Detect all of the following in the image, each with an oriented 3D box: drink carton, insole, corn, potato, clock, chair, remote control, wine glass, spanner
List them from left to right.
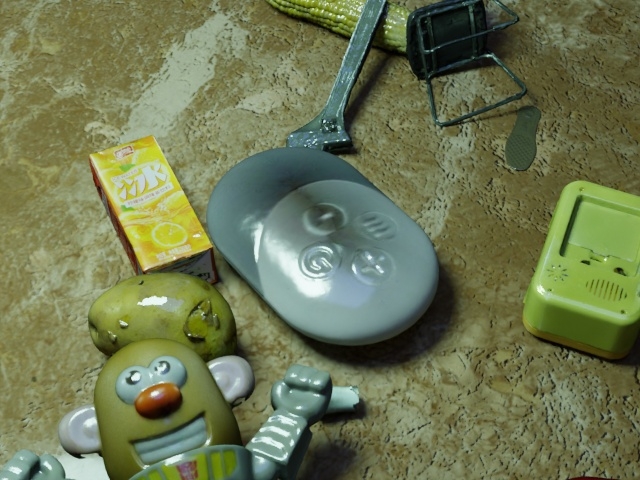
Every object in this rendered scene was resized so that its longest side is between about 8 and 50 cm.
[{"bbox_3d":[-0.217,-0.031,1.405,0.096,0.071,0.223,-20,52,-16],"label":"drink carton"},{"bbox_3d":[-0.180,0.095,1.264,0.175,0.137,0.137,17,51,-1],"label":"potato"},{"bbox_3d":[0.000,0.000,1.361,0.221,0.103,0.332,-30,55,-26],"label":"remote control"},{"bbox_3d":[0.003,0.181,1.254,0.083,0.042,0.039,-2,88,-6],"label":"wine glass"},{"bbox_3d":[0.028,-0.363,1.677,0.288,0.086,0.086,25,54,17],"label":"corn"},{"bbox_3d":[0.033,-0.228,1.560,0.093,0.026,0.325,14,66,15],"label":"spanner"},{"bbox_3d":[0.193,-0.302,1.597,0.145,0.140,0.221,-18,45,-2],"label":"chair"},{"bbox_3d":[0.290,-0.148,1.553,0.045,0.002,0.135,14,51,10],"label":"insole"},{"bbox_3d":[0.339,0.034,1.342,0.143,0.096,0.202,19,53,11],"label":"clock"}]

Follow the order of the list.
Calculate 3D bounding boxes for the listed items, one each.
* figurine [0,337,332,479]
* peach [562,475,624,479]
[{"bbox_3d":[-0.146,0.232,1.119,0.342,0.167,0.285,-2,54,-31],"label":"figurine"},{"bbox_3d":[0.258,0.321,1.054,0.197,0.197,0.197,0,50,0],"label":"peach"}]
